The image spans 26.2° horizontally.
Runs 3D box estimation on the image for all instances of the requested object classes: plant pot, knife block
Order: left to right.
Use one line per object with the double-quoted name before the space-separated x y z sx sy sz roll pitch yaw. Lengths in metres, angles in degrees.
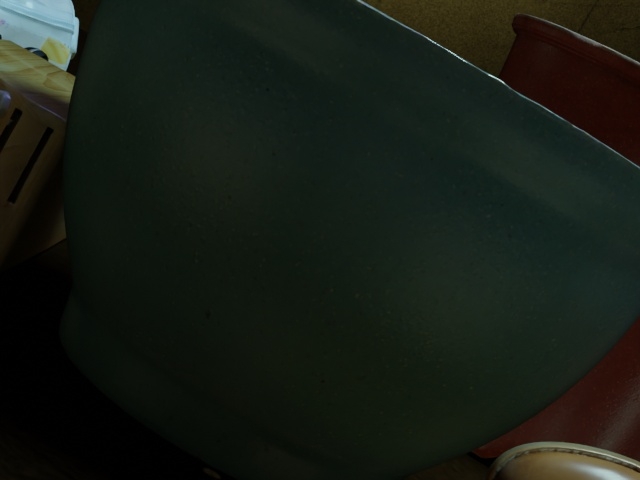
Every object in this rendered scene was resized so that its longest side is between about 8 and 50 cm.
"knife block" -0.157 -0.051 0.810 0.242 0.088 0.275 22 10 -47
"plant pot" 0.000 0.000 0.634 0.293 0.196 0.293 30 7 -4
"plant pot" 0.186 0.025 0.955 0.272 0.265 0.272 29 7 -4

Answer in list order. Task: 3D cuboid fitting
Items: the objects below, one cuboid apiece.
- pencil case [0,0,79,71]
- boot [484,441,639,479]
"pencil case" -0.311 -0.189 1.029 0.273 0.124 0.113 25 47 -50
"boot" 0.162 0.167 0.633 0.197 0.073 0.152 28 10 7
